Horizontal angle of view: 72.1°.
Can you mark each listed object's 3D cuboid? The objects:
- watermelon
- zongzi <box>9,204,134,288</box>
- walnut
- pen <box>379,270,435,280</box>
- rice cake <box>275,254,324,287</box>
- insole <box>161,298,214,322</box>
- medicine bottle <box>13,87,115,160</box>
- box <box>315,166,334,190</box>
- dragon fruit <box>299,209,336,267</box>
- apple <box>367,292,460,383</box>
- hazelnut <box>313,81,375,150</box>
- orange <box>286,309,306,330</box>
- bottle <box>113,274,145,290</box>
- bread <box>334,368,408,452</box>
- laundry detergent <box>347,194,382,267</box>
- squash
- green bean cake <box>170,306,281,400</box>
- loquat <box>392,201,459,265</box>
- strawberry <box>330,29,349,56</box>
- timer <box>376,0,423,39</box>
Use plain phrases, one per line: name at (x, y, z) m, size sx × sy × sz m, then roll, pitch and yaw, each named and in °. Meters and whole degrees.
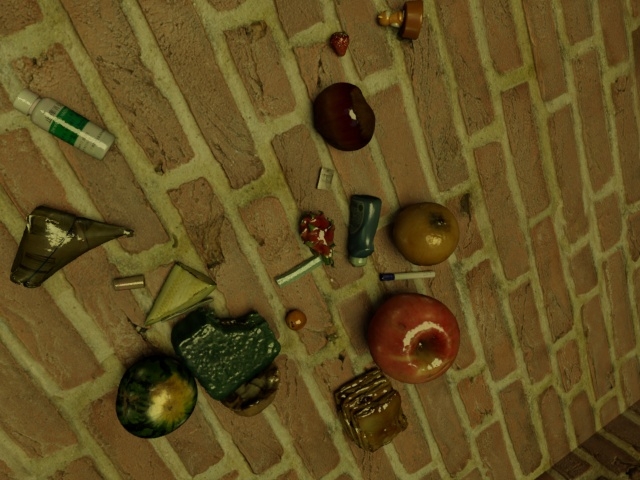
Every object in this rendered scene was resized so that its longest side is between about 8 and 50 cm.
watermelon at (-0.550, 0.522, 1.486) m, size 0.269 × 0.269 × 0.268 m, roll -5°, pitch 104°, yaw -20°
zongzi at (-0.766, 0.045, 1.363) m, size 0.290 × 0.123 × 0.259 m, roll 19°, pitch 100°, yaw -28°
walnut at (-0.252, 0.570, 1.650) m, size 0.238 × 0.204 × 0.141 m, roll -25°, pitch 124°, yaw -14°
pen at (0.376, 0.150, 1.881) m, size 0.270 × 0.033 × 0.033 m, roll -2°, pitch 103°, yaw -21°
rice cake at (-0.061, 0.104, 1.693) m, size 0.246 × 0.042 × 0.045 m, roll -31°, pitch 114°, yaw -13°
insole at (-0.468, 0.248, 1.558) m, size 0.192 × 0.063 × 0.010 m, roll -23°, pitch 76°, yaw -18°
medicine bottle at (-0.747, -0.340, 1.291) m, size 0.260 × 0.095 × 0.095 m, roll 30°, pitch 90°, yaw -24°
box at (0.017, -0.230, 1.654) m, size 0.053 × 0.024 × 0.083 m, roll 8°, pitch 101°, yaw -23°
dragon fruit at (0.002, -0.001, 1.628) m, size 0.135 × 0.137 × 0.235 m, roll -22°, pitch 92°, yaw -1°
apple at (0.367, 0.385, 1.777) m, size 0.365 × 0.364 × 0.363 m, roll -5°, pitch 104°, yaw -20°
hazelnut at (0.084, -0.421, 1.548) m, size 0.217 × 0.217 × 0.251 m, roll -47°, pitch 138°, yaw -6°
orange at (-0.094, 0.310, 1.709) m, size 0.084 × 0.083 × 0.083 m, roll -5°, pitch 104°, yaw -20°
bottle at (-0.640, 0.143, 1.472) m, size 0.097 × 0.045 × 0.045 m, roll -7°, pitch 105°, yaw -19°
bread at (0.231, 0.748, 1.891) m, size 0.278 × 0.167 × 0.324 m, roll -25°, pitch 109°, yaw -14°
laundry detergent at (0.165, -0.029, 1.700) m, size 0.094 × 0.143 × 0.289 m, roll -4°, pitch 108°, yaw -28°
squash at (-0.477, 0.226, 1.522) m, size 0.170 × 0.093 × 0.251 m, roll 28°, pitch 91°, yaw 20°
green bean cake at (-0.336, 0.362, 1.573) m, size 0.308 × 0.169 × 0.300 m, roll -34°, pitch 114°, yaw -16°
loquat at (0.417, -0.029, 1.737) m, size 0.264 × 0.263 × 0.262 m, roll -5°, pitch 104°, yaw -20°
strawberry at (0.067, -0.690, 1.545) m, size 0.074 × 0.073 × 0.083 m, roll -11°, pitch 130°, yaw -19°
timer at (0.281, -0.799, 1.585) m, size 0.152 × 0.132 × 0.131 m, roll 3°, pitch 102°, yaw -1°
